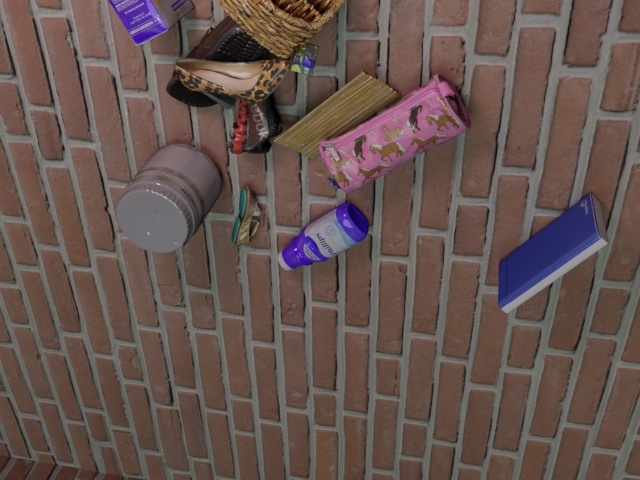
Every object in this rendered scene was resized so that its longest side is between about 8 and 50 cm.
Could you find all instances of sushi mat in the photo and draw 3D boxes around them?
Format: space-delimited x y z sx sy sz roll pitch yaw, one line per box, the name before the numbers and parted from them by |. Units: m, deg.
sushi mat | 0.041 -0.314 1.831 0.317 0.019 0.151 -32 145 30

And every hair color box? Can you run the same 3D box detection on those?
hair color box | -0.446 -0.649 1.667 0.110 0.185 0.338 -19 118 25

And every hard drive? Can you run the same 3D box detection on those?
hard drive | 0.590 0.033 1.858 0.040 0.210 0.319 38 124 -12

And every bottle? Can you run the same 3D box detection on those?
bottle | 0.000 0.000 2.057 0.283 0.092 0.118 -30 114 29

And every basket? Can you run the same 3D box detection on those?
basket | -0.097 -0.589 1.602 0.299 0.213 0.223 43 124 -16

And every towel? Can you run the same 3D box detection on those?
towel | -0.041 -0.456 1.805 0.060 0.009 0.083 18 126 1

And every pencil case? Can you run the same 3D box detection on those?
pencil case | 0.183 -0.263 1.790 0.386 0.167 0.160 -26 98 27

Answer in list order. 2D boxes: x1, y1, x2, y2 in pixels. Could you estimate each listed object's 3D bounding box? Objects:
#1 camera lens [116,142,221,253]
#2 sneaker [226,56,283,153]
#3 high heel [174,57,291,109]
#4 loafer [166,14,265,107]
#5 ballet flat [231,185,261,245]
camera lens | -0.408 -0.121 1.965 0.220 0.274 0.219 7 125 10
sneaker | -0.154 -0.340 1.863 0.135 0.097 0.276 14 123 -4
high heel | -0.210 -0.396 1.675 0.261 0.093 0.186 -16 147 41
loafer | -0.254 -0.456 1.803 0.134 0.130 0.366 28 143 -35
ballet flat | -0.210 -0.071 2.090 0.067 0.073 0.206 1 132 -20
